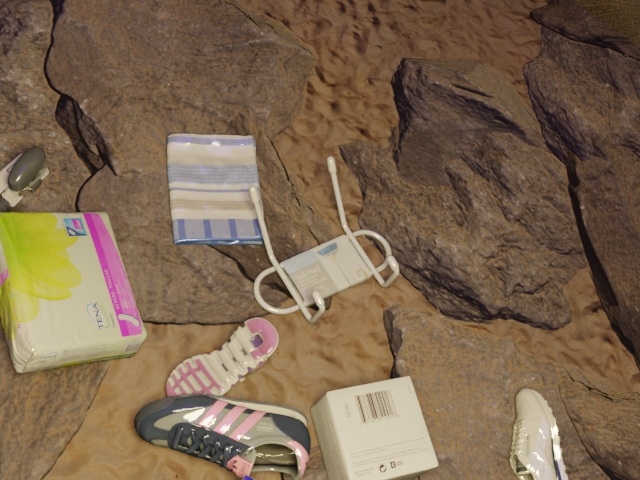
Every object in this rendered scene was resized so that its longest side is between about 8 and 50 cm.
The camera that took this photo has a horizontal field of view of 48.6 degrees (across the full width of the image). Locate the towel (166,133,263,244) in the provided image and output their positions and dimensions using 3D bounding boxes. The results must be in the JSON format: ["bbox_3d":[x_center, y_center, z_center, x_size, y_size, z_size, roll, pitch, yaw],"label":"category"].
[{"bbox_3d":[-0.232,-0.119,1.575,0.209,0.034,0.284,0,62,-17],"label":"towel"}]

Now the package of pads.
[{"bbox_3d":[-0.474,0.085,1.302,0.229,0.101,0.296,-3,59,-44],"label":"package of pads"}]

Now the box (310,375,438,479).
[{"bbox_3d":[0.098,0.373,1.350,0.181,0.119,0.181,-7,64,-21],"label":"box"}]

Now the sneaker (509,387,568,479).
[{"bbox_3d":[0.433,0.419,1.456,0.095,0.090,0.235,-3,61,-9],"label":"sneaker"}]

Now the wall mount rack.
[{"bbox_3d":[0.000,0.000,1.524,0.350,0.130,0.304,-23,71,-28],"label":"wall mount rack"}]

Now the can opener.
[{"bbox_3d":[-0.648,-0.083,1.382,0.076,0.095,0.283,34,57,3],"label":"can opener"}]

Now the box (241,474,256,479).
[{"bbox_3d":[-0.140,0.487,1.204,0.072,0.126,0.137,30,57,2],"label":"box"}]

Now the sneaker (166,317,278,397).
[{"bbox_3d":[-0.180,0.243,1.355,0.236,0.104,0.095,-33,75,-7],"label":"sneaker"}]

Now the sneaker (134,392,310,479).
[{"bbox_3d":[-0.169,0.355,1.257,0.319,0.112,0.131,6,32,-13],"label":"sneaker"}]
